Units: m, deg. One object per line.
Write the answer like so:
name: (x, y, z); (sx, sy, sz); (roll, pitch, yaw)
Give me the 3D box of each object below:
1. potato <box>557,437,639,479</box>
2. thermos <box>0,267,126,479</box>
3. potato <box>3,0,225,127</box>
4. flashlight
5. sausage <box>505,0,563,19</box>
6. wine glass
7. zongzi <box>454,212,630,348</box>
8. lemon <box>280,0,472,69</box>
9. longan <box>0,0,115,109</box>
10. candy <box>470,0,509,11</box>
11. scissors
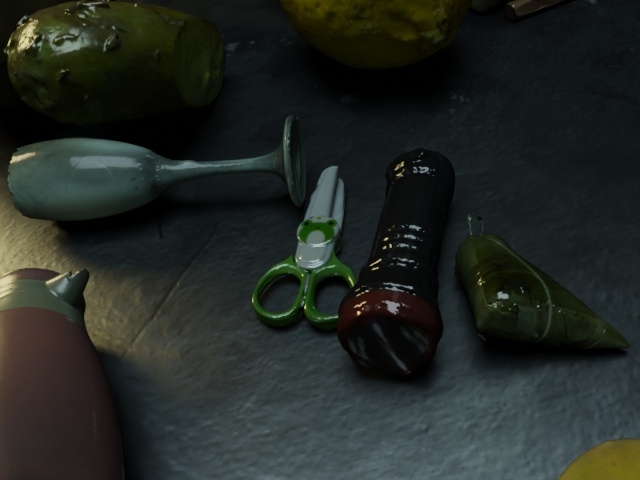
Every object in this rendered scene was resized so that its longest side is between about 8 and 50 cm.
potato: (0.275, 0.184, 0.350); (0.300, 0.140, 0.173); (-2, 53, 18)
thermos: (-0.238, 0.138, 0.508); (0.176, 0.146, 0.265); (-39, 38, 8)
potato: (-0.221, -0.216, 0.785); (0.176, 0.141, 0.298); (21, 29, 29)
flashlight: (0.080, 0.008, 0.602); (0.093, 0.093, 0.232); (5, 42, 16)
sausage: (0.313, -0.337, 0.922); (0.116, 0.026, 0.026); (-23, 47, -11)
wine glass: (-0.165, -0.106, 0.792); (0.309, 0.096, 0.264); (-4, 23, 9)
zongzi: (0.187, 0.037, 0.586); (0.130, 0.062, 0.154); (10, 30, -8)
lemon: (0.063, -0.344, 0.820); (0.253, 0.253, 0.310); (-21, 60, -10)
longan: (-0.465, -0.356, 0.876); (0.404, 0.336, 0.404); (4, 62, -7)
candy: (0.189, -0.483, 0.981); (0.135, 0.179, 0.321); (-30, 48, -16)
scissors: (0.000, 0.000, 0.658); (0.101, 0.027, 0.204); (3, 49, 13)
